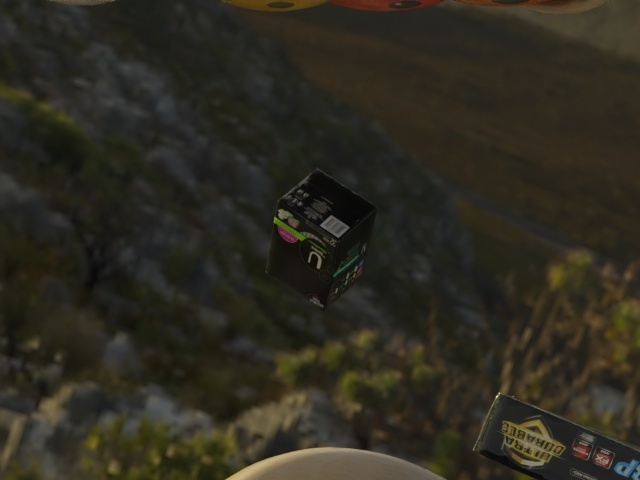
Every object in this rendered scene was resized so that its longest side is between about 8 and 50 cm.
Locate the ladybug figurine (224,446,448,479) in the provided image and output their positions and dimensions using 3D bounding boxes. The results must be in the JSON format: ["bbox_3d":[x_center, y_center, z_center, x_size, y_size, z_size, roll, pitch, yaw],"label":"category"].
[{"bbox_3d":[0.021,0.346,1.630,0.449,0.305,0.162,30,-24,-32],"label":"ladybug figurine"}]

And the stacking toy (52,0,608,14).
[{"bbox_3d":[-0.017,-0.266,1.267,0.480,0.350,0.350,-24,41,-26],"label":"stacking toy"}]

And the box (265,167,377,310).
[{"bbox_3d":[0.000,0.000,1.396,0.062,0.083,0.052,34,51,19],"label":"box"}]

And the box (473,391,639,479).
[{"bbox_3d":[0.237,0.180,1.323,0.220,0.051,0.175,22,-2,21],"label":"box"}]
